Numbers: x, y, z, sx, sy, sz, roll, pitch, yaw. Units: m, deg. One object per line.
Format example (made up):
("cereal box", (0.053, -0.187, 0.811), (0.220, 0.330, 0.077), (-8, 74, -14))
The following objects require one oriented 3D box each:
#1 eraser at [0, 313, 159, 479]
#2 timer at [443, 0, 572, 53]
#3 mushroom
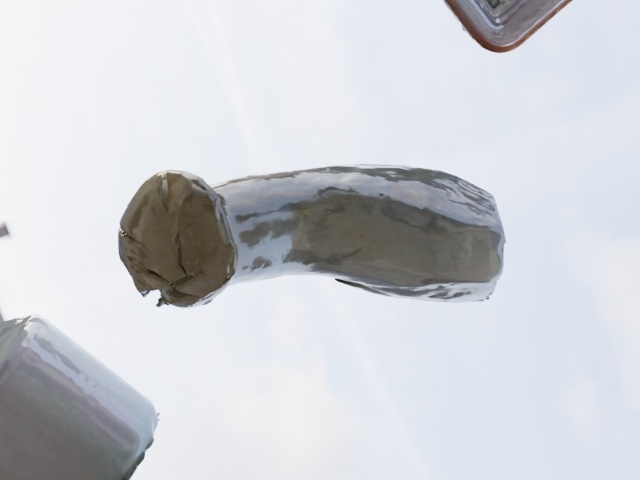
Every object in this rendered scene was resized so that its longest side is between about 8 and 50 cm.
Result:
("eraser", (-0.275, 0.185, 1.148), (0.150, 0.331, 0.331), (42, -30, -16))
("timer", (0.154, -0.327, 1.071), (0.257, 0.250, 0.161), (50, 11, -11))
("mushroom", (-0.002, -0.003, 0.734), (0.081, 0.223, 0.092), (117, -34, -40))
